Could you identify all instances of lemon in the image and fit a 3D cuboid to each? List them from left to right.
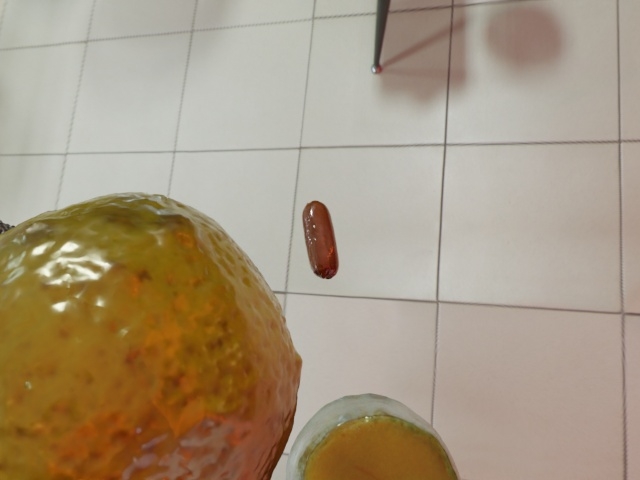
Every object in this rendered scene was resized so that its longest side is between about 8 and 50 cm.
[{"bbox_3d":[-0.188,0.137,0.541,0.350,0.350,0.387,-29,85,9],"label":"lemon"}]

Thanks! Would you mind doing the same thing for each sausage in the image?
[{"bbox_3d":[0.000,0.000,1.296,0.076,0.076,0.197,-15,64,13],"label":"sausage"}]

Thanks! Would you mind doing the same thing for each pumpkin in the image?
[{"bbox_3d":[0.106,0.446,0.983,0.332,0.199,0.332,2,76,-7],"label":"pumpkin"}]

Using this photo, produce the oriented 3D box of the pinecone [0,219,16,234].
[{"bbox_3d":[-0.454,0.041,0.790,0.140,0.140,0.121,42,91,21],"label":"pinecone"}]
